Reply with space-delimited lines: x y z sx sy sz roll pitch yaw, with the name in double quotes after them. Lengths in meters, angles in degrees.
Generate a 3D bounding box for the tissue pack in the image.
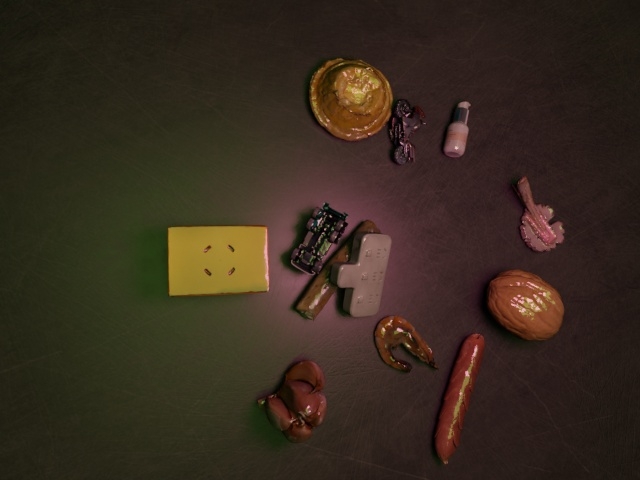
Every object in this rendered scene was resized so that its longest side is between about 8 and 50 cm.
-0.295 0.056 1.376 0.274 0.145 0.195 0 88 -15 "tissue pack"

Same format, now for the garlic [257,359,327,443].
-0.054 0.480 1.405 0.214 0.191 0.160 -41 121 -25 "garlic"

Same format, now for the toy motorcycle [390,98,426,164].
0.291 -0.361 1.591 0.122 0.082 0.214 -5 102 -26 "toy motorcycle"

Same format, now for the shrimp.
0.276 0.360 1.545 0.145 0.059 0.254 -39 95 -11 "shrimp"

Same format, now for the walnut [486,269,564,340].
0.672 0.213 1.583 0.260 0.225 0.225 35 78 3 "walnut"

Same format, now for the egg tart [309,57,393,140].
0.107 -0.469 1.535 0.289 0.115 0.291 2 84 -15 "egg tart"

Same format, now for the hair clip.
0.759 -0.098 1.697 0.173 0.069 0.301 -37 105 -13 "hair clip"

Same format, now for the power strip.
0.119 0.104 1.463 0.193 0.059 0.265 2 101 -37 "power strip"

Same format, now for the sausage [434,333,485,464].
0.453 0.513 1.569 0.087 0.088 0.434 21 80 -12 "sausage"

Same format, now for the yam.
0.057 0.087 1.501 0.083 0.083 0.372 40 77 -9 "yam"

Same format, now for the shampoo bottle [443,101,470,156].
0.474 -0.386 1.642 0.073 0.074 0.192 14 83 -13 "shampoo bottle"

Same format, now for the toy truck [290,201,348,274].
0.000 0.000 1.468 0.110 0.116 0.216 28 87 7 "toy truck"
